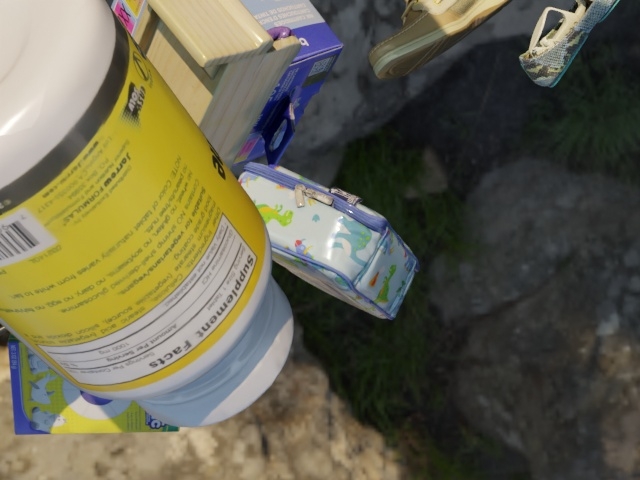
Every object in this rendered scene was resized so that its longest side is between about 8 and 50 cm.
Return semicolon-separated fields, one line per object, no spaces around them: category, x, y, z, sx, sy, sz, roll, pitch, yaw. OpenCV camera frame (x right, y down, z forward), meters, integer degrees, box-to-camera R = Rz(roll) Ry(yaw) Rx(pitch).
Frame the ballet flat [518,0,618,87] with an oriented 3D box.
ballet flat;0.305;-0.273;1.417;0.070;0.070;0.188;30;99;-36

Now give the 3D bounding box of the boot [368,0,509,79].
boot;0.116;-0.339;1.516;0.203;0.262;0.095;53;154;0

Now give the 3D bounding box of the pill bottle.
pill bottle;-0.149;-0.010;0.805;0.188;0.187;0.334;-13;140;19

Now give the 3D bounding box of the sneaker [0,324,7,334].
sneaker;-0.265;0.022;0.993;0.146;0.293;0.102;-17;115;45

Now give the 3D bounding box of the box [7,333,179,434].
box;-0.198;0.130;1.116;0.179;0.043;0.105;-2;115;-7

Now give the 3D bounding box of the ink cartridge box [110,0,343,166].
ink cartridge box;-0.136;-0.296;1.810;0.151;0.395;0.270;-25;162;-37

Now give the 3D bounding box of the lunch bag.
lunch bag;0.000;0.000;1.248;0.176;0.090;0.219;24;173;25

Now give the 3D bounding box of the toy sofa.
toy sofa;-0.189;-0.187;1.600;0.177;0.150;0.362;-23;156;-41
